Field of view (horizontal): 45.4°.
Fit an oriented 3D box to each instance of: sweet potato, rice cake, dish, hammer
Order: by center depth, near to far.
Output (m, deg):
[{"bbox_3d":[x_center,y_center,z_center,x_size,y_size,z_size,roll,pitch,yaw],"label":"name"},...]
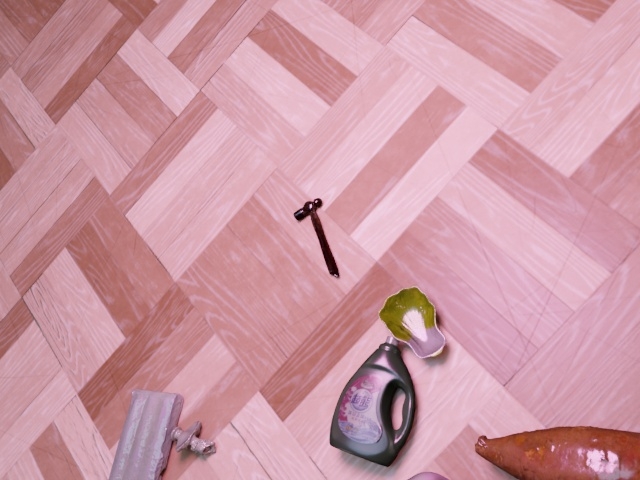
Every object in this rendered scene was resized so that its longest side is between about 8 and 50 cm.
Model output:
[{"bbox_3d":[0.377,0.323,1.087,0.337,0.131,0.131,-2,70,29],"label":"sweet potato"},{"bbox_3d":[0.167,0.149,1.327,0.091,0.039,0.137,-34,62,0],"label":"dish"},{"bbox_3d":[0.000,0.000,1.494,0.065,0.021,0.178,-30,62,17],"label":"hammer"},{"bbox_3d":[-0.350,0.414,1.516,0.127,0.043,0.237,3,74,29],"label":"rice cake"}]

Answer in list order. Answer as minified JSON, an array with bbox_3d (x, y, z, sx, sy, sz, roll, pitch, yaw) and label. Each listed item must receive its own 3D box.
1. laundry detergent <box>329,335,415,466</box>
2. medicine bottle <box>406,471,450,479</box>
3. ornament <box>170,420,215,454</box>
[{"bbox_3d":[0.102,0.268,1.307,0.137,0.063,0.210,14,77,30],"label":"laundry detergent"},{"bbox_3d":[0.118,0.511,1.092,0.302,0.241,0.241,-44,56,8],"label":"medicine bottle"},{"bbox_3d":[-0.249,0.383,1.472,0.068,0.041,0.092,-35,43,-13],"label":"ornament"}]
